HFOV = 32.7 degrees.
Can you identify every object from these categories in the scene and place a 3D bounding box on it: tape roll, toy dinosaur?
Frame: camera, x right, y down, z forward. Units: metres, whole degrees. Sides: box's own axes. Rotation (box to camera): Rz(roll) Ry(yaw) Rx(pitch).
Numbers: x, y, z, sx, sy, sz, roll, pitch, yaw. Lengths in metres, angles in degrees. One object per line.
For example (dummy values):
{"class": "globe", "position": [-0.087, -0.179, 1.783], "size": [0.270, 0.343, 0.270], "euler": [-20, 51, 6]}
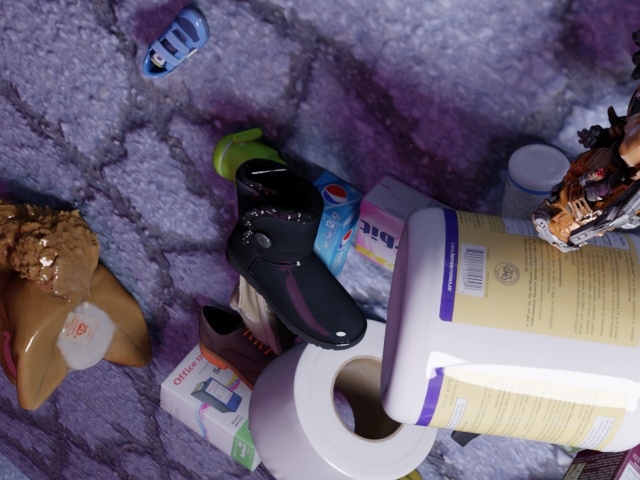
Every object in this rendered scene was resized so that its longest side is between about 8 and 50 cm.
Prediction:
{"class": "tape roll", "position": [0.034, 0.256, 1.646], "size": [0.246, 0.246, 0.169], "euler": [46, 147, -5]}
{"class": "toy dinosaur", "position": [0.331, -0.083, 0.999], "size": [0.322, 0.218, 0.164], "euler": [-6, 123, 48]}

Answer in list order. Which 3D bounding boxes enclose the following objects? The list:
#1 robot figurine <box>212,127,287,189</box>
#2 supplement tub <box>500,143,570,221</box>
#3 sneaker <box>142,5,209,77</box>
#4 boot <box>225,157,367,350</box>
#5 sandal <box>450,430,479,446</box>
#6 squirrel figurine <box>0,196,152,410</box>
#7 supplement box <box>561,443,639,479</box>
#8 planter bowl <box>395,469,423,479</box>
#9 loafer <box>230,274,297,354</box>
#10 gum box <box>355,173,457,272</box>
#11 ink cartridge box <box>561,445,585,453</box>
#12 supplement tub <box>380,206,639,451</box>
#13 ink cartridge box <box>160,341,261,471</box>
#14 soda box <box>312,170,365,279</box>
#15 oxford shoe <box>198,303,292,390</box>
{"class": "robot figurine", "position": [-0.103, -0.109, 1.538], "size": [0.115, 0.067, 0.101], "euler": [26, 142, 23]}
{"class": "supplement tub", "position": [0.245, -0.051, 1.252], "size": [0.071, 0.071, 0.107], "euler": [26, 144, 23]}
{"class": "sneaker", "position": [-0.196, -0.262, 1.470], "size": [0.053, 0.059, 0.144], "euler": [47, 145, -3]}
{"class": "boot", "position": [-0.026, 0.020, 1.455], "size": [0.246, 0.094, 0.207], "euler": [41, 151, 14]}
{"class": "sandal", "position": [0.257, 0.236, 1.544], "size": [0.054, 0.097, 0.254], "euler": [38, 156, 8]}
{"class": "squirrel figurine", "position": [-0.559, 0.078, 2.085], "size": [0.370, 0.281, 0.397], "euler": [23, 129, 43]}
{"class": "supplement box", "position": [0.385, 0.286, 1.378], "size": [0.081, 0.188, 0.104], "euler": [47, 146, -9]}
{"class": "planter bowl", "position": [0.116, 0.438, 1.890], "size": [0.217, 0.090, 0.217], "euler": [20, 134, 22]}
{"class": "loafer", "position": [-0.096, 0.078, 1.707], "size": [0.092, 0.102, 0.269], "euler": [18, 140, 23]}
{"class": "gum box", "position": [0.142, 0.006, 1.423], "size": [0.188, 0.062, 0.107], "euler": [29, 144, 19]}
{"class": "ink cartridge box", "position": [0.350, 0.207, 1.396], "size": [0.062, 0.109, 0.209], "euler": [45, 146, -2]}
{"class": "supplement tub", "position": [0.243, 0.099, 1.186], "size": [0.331, 0.241, 0.241], "euler": [8, 141, 0]}
{"class": "ink cartridge box", "position": [-0.158, 0.281, 1.943], "size": [0.212, 0.154, 0.093], "euler": [31, 145, 16]}
{"class": "soda box", "position": [0.000, 0.000, 1.555], "size": [0.071, 0.067, 0.210], "euler": [34, 145, 13]}
{"class": "oxford shoe", "position": [-0.106, 0.188, 1.848], "size": [0.271, 0.097, 0.098], "euler": [19, 134, 30]}
